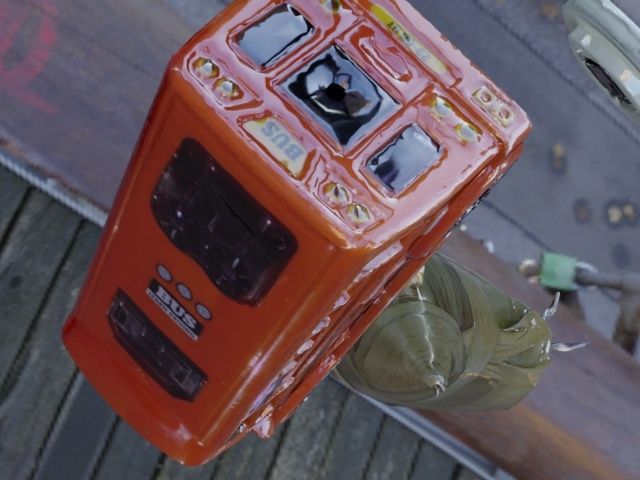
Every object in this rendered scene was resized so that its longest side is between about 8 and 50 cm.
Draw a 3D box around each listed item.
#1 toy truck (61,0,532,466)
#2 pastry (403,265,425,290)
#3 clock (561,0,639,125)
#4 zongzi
[{"bbox_3d":[-0.029,0.007,0.467,0.107,0.253,0.114,44,54,6],"label":"toy truck"},{"bbox_3d":[0.000,0.000,0.979,0.102,0.250,0.154,-31,88,-19],"label":"pastry"},{"bbox_3d":[0.341,-0.190,1.334,0.053,0.236,0.236,-42,112,8],"label":"clock"},{"bbox_3d":[0.212,0.176,1.533,0.500,0.467,0.218,23,102,-28],"label":"zongzi"}]
